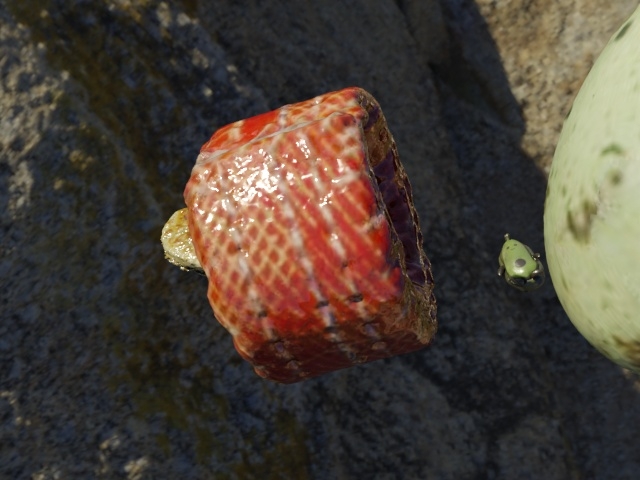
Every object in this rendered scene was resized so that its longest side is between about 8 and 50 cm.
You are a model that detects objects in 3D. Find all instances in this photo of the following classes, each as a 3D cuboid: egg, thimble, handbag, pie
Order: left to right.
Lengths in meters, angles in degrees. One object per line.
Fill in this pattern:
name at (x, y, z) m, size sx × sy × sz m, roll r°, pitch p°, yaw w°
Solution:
pie at (-0.181, -0.007, 1.709) m, size 0.163 × 0.193 × 0.079 m, roll -58°, pitch 148°, yaw -19°
thimble at (0.000, 0.000, 1.222) m, size 0.350 × 0.231 × 0.350 m, roll -16°, pitch 90°, yaw -78°
handbag at (0.314, 0.037, 1.557) m, size 0.111 × 0.072 × 0.047 m, roll -107°, pitch 170°, yaw -50°
egg at (0.321, -0.061, 0.668) m, size 0.288 × 0.287 × 0.379 m, roll 39°, pitch 91°, yaw -18°
